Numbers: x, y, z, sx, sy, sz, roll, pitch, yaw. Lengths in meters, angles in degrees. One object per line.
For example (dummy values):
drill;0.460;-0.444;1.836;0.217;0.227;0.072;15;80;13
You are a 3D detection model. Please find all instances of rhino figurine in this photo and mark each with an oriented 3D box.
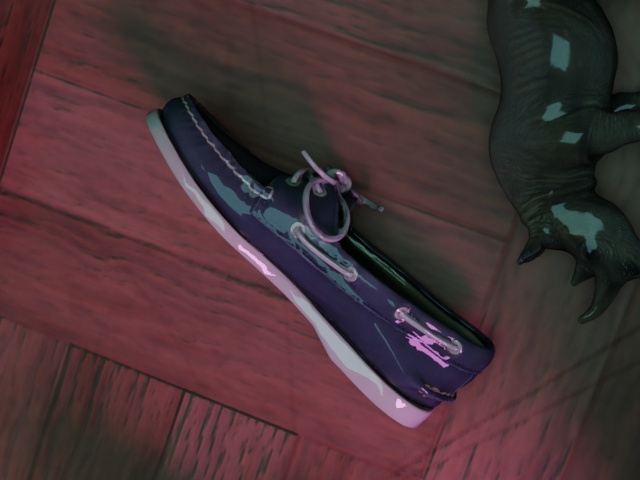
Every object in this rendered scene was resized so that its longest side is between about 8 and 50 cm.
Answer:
rhino figurine;0.152;-0.072;0.815;0.106;0.073;0.243;-1;97;8

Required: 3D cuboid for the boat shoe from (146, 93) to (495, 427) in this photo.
boat shoe;0.000;0.000;0.842;0.079;0.095;0.254;-43;88;14
